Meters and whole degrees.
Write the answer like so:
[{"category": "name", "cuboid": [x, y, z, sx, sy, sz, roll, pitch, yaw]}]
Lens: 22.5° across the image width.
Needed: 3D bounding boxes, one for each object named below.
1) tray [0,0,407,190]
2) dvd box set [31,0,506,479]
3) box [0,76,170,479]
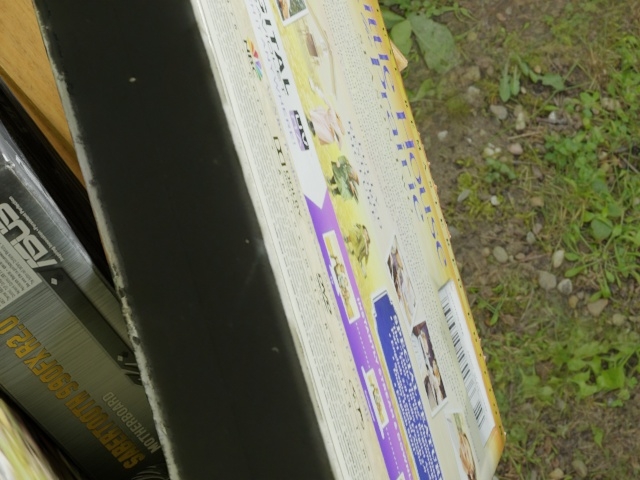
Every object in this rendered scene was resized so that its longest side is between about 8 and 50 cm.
[{"category": "tray", "cuboid": [-0.156, -0.200, 0.968, 0.411, 0.203, 0.076, 49, 8, -9]}, {"category": "dvd box set", "cuboid": [0.000, 0.000, 0.738, 0.420, 0.062, 0.308, -26, 100, -78]}, {"category": "box", "cuboid": [-0.120, -0.002, 0.640, 0.183, 0.056, 0.231, 53, -4, 40]}]
